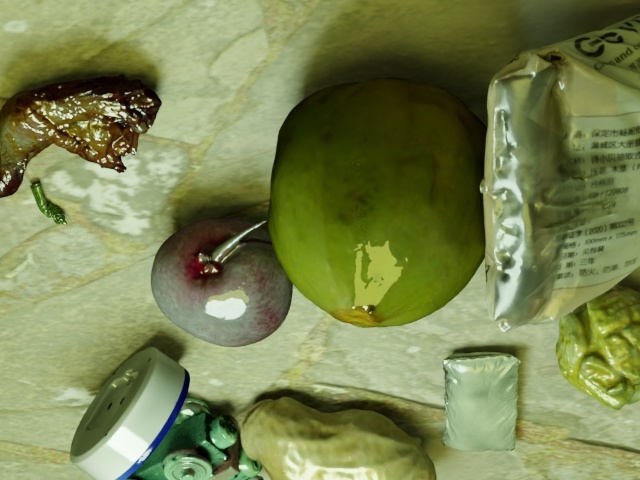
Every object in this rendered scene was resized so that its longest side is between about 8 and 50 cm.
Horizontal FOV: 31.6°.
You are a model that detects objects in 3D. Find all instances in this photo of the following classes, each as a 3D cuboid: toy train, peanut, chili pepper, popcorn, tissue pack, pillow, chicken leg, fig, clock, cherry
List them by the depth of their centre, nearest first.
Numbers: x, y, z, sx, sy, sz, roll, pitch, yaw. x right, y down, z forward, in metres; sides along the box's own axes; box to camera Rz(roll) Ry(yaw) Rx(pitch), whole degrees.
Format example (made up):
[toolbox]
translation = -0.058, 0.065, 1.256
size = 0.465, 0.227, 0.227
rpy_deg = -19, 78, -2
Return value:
[tissue pack]
translation = 0.360, -0.101, 1.438
size = 0.375, 0.195, 0.390
rpy_deg = -24, 129, -32
[fig]
translation = 0.076, -0.040, 1.508
size = 0.343, 0.343, 0.343
rpy_deg = 3, 126, 4
[chicken leg]
translation = -0.371, -0.154, 1.634
size = 0.322, 0.083, 0.177
rpy_deg = -12, 134, 13
[cherry]
translation = -0.144, 0.064, 1.700
size = 0.213, 0.184, 0.266
rpy_deg = 10, 141, 17
[popcorn]
translation = 0.454, 0.161, 1.729
size = 0.185, 0.167, 0.187
rpy_deg = -44, 150, 6
[chili pepper]
translation = -0.421, -0.053, 1.743
size = 0.027, 0.022, 0.083
rpy_deg = -37, 114, -9
[clock]
translation = -0.314, 0.285, 1.853
size = 0.083, 0.230, 0.230
rpy_deg = 42, 120, -19
[pillow]
translation = 0.267, 0.274, 1.894
size = 0.128, 0.051, 0.229
rpy_deg = 2, 128, 8
[peanut]
translation = 0.030, 0.374, 1.926
size = 0.339, 0.158, 0.174
rpy_deg = 4, 127, 1
[toy train]
translation = -0.243, 0.413, 2.005
size = 0.304, 0.150, 0.221
rpy_deg = -29, 129, 23
